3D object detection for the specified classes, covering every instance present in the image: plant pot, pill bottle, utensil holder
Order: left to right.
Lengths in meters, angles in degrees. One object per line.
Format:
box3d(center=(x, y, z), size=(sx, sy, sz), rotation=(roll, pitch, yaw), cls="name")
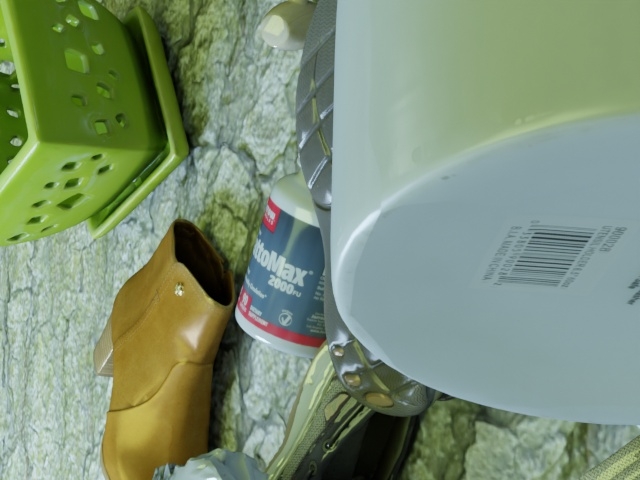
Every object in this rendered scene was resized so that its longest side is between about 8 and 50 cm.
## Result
box3d(center=(-0.280, -0.133, 1.330), size=(0.228, 0.207, 0.227), rotation=(-39, 59, 43), cls="plant pot")
box3d(center=(0.000, 0.000, 1.063), size=(0.108, 0.108, 0.180), rotation=(35, 114, 46), cls="pill bottle")
box3d(center=(0.168, -0.138, 0.618), size=(0.327, 0.328, 0.385), rotation=(-30, 47, 45), cls="utensil holder")

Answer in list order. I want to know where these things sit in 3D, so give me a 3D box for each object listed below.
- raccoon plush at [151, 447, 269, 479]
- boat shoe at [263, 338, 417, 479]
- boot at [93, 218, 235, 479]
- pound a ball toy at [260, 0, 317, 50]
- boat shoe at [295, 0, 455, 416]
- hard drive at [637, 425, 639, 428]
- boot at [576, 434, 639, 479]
box3d(center=(-0.100, 0.367, 1.060), size=(0.446, 0.299, 0.216), rotation=(-37, 53, 32), cls="raccoon plush")
box3d(center=(0.012, 0.213, 1.044), size=(0.092, 0.103, 0.285), rotation=(33, 107, 51), cls="boat shoe")
box3d(center=(-0.141, 0.139, 1.228), size=(0.211, 0.104, 0.295), rotation=(-54, 46, 34), cls="boot")
box3d(center=(-0.048, -0.353, 1.149), size=(0.208, 0.136, 0.319), rotation=(20, 105, 23), cls="pound a ball toy")
box3d(center=(0.070, -0.048, 0.957), size=(0.132, 0.130, 0.355), rotation=(4, 99, 46), cls="boat shoe")
box3d(center=(0.235, 0.013, 0.718), size=(0.203, 0.040, 0.307), rotation=(-45, 43, 7), cls="hard drive")
box3d(center=(0.218, 0.255, 0.793), size=(0.203, 0.095, 0.262), rotation=(54, 126, 36), cls="boot")
